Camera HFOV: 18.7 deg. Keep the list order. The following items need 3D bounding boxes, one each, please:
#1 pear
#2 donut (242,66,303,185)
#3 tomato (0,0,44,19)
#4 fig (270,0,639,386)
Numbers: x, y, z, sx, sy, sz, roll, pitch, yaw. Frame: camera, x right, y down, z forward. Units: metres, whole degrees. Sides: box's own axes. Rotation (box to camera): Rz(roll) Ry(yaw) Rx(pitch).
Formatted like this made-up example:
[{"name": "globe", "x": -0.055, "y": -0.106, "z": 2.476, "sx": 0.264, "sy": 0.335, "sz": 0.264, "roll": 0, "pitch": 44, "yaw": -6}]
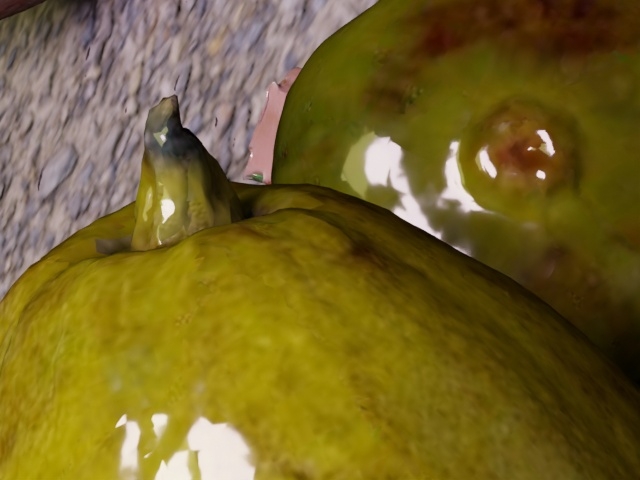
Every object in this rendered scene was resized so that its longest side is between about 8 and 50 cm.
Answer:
[{"name": "pear", "x": 0.005, "y": 0.128, "z": 0.653, "sx": 0.287, "sy": 0.287, "sz": 0.375, "roll": 2, "pitch": 116, "yaw": 51}, {"name": "donut", "x": 0.000, "y": 0.000, "z": 1.011, "sx": 0.117, "sy": 0.065, "sz": 0.166, "roll": 38, "pitch": 115, "yaw": 48}, {"name": "tomato", "x": -0.246, "y": -0.280, "z": 1.162, "sx": 0.282, "sy": 0.316, "sz": 0.317, "roll": -32, "pitch": 60, "yaw": 29}, {"name": "fig", "x": 0.084, "y": -0.022, "z": 0.837, "sx": 0.225, "sy": 0.203, "sz": 0.203, "roll": 95, "pitch": 175, "yaw": -81}]
